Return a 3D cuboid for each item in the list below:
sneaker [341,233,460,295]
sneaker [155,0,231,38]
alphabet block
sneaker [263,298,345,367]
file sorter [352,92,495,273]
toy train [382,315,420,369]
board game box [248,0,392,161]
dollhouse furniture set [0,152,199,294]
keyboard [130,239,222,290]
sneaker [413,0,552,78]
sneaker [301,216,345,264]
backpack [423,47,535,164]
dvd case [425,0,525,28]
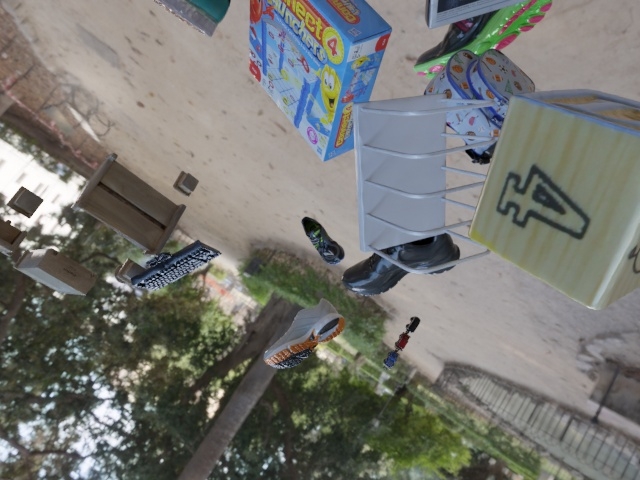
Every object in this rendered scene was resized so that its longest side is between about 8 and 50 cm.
[{"bbox_3d":[0.176,0.035,1.133,0.109,0.286,0.130,-99,-19,-49],"label":"sneaker"},{"bbox_3d":[-0.266,-0.457,0.752,0.108,0.121,0.302,39,-170,40],"label":"sneaker"},{"bbox_3d":[0.335,-0.065,0.592,0.193,0.193,0.197,40,133,43],"label":"alphabet block"},{"bbox_3d":[-0.058,0.274,1.424,0.121,0.263,0.099,56,176,45],"label":"sneaker"},{"bbox_3d":[0.188,-0.108,0.845,0.173,0.193,0.277,31,130,59],"label":"file sorter"},{"bbox_3d":[0.207,0.260,1.213,0.027,0.158,0.036,36,167,-3],"label":"toy train"},{"bbox_3d":[-0.024,-0.365,0.926,0.308,0.086,0.302,53,157,19],"label":"board game box"},{"bbox_3d":[-0.495,-0.072,1.033,0.174,0.355,0.303,-5,143,45],"label":"dollhouse furniture set"},{"bbox_3d":[-0.301,0.054,0.972,0.108,0.180,0.023,36,-151,-57],"label":"keyboard"},{"bbox_3d":[0.495,-0.677,1.515,0.185,0.202,0.483,6,158,-38],"label":"sneaker"},{"bbox_3d":[0.000,0.000,1.387,0.188,0.067,0.078,51,-173,31],"label":"sneaker"},{"bbox_3d":[0.424,-0.383,1.287,0.263,0.276,0.213,35,135,0],"label":"backpack"},{"bbox_3d":[0.218,-0.371,0.567,0.238,0.179,0.029,63,-166,-69],"label":"dvd case"}]
